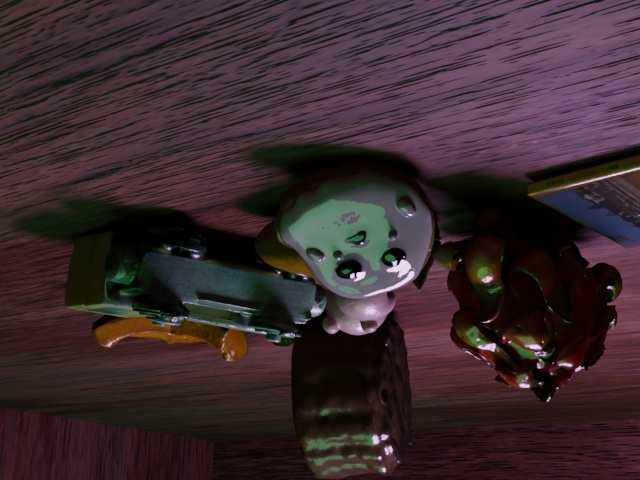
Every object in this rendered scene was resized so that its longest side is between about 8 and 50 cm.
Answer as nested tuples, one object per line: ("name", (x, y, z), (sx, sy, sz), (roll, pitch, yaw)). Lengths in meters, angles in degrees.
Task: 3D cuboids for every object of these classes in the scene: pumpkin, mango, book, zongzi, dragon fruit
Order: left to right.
("pumpkin", (-0.277, 0.173, 1.930), (0.258, 0.095, 0.290), (5, 172, 2))
("mango", (0.000, 0.000, 1.361), (0.195, 0.098, 0.137), (1, 167, 25))
("zongzi", (0.138, 0.024, 1.376), (0.055, 0.119, 0.109), (-8, 161, 16))
("dragon fruit", (0.284, 0.079, 1.379), (0.243, 0.227, 0.307), (33, 172, 17))
("book", (0.476, -0.065, 1.206), (0.374, 0.028, 0.262), (-14, 157, 40))

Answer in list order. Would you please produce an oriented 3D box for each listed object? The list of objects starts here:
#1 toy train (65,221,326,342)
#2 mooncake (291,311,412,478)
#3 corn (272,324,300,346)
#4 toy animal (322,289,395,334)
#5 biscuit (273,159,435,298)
("toy train", (-0.176, 0.072, 1.543), (0.369, 0.150, 0.237), (14, 167, -34))
("mooncake", (0.067, 0.286, 1.909), (0.187, 0.324, 0.324), (-6, 161, 14))
("corn", (-0.071, 0.156, 1.912), (0.068, 0.068, 0.207), (2, 162, -1))
("toy animal", (0.072, 0.077, 1.577), (0.124, 0.124, 0.212), (5, 156, -9))
("biscuit", (0.052, -0.006, 1.240), (0.181, 0.049, 0.208), (-27, 125, 14))
